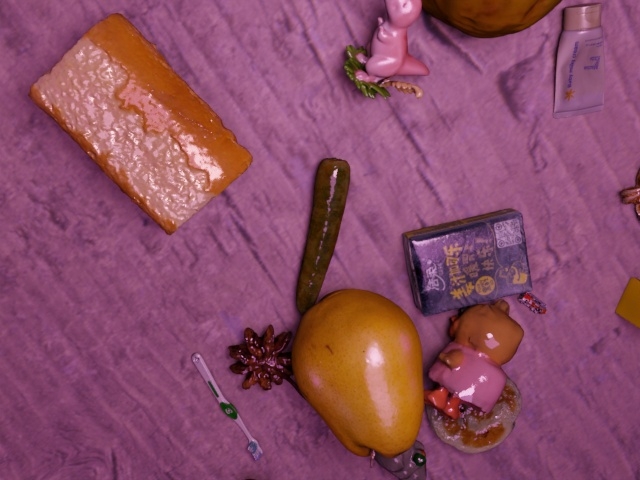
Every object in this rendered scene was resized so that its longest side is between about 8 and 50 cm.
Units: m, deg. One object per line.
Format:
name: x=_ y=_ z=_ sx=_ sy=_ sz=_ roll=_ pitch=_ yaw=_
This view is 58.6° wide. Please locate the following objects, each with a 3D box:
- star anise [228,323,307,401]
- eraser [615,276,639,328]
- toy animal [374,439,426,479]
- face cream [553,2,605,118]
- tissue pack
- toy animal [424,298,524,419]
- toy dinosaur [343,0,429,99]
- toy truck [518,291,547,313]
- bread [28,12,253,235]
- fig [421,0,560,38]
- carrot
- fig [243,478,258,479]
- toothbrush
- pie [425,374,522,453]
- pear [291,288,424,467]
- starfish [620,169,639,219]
star anise: x=-0.094 y=0.277 z=1.284 sx=0.233 sy=0.073 sz=0.177 roll=16 pitch=111 yaw=-16
eraser: x=0.740 y=0.149 z=1.299 sx=0.045 sy=0.122 sz=0.097 roll=16 pitch=101 yaw=-7
toy animal: x=0.203 y=0.531 z=1.370 sx=0.108 sy=0.138 sz=0.236 roll=-54 pitch=134 yaw=-30
face cream: x=0.544 y=-0.371 z=1.188 sx=0.114 sy=0.070 sz=0.224 roll=-10 pitch=114 yaw=-2
tissue pack: x=0.324 y=0.047 z=1.256 sx=0.257 sy=0.081 sz=0.185 roll=-13 pitch=103 yaw=-2
toy animal: x=0.337 y=0.251 z=1.244 sx=0.195 sy=0.169 sz=0.281 roll=45 pitch=65 yaw=-44
toy dinosaur: x=0.140 y=-0.374 z=1.082 sx=0.177 sy=0.152 sz=0.194 roll=-27 pitch=118 yaw=32
toy truck: x=0.490 y=0.142 z=1.324 sx=0.083 sy=0.024 sz=0.032 roll=32 pitch=77 yaw=-14
bread: x=-0.329 y=-0.219 z=1.088 sx=0.236 sy=0.165 sz=0.375 roll=-43 pitch=102 yaw=4
fig: x=0.320 y=-0.540 z=1.000 sx=0.343 sy=0.343 sz=0.343 roll=-1 pitch=104 yaw=-5
carrot: x=0.000 y=0.000 z=1.222 sx=0.074 sy=0.074 sz=0.359 roll=10 pitch=104 yaw=-8
fig: x=-0.148 y=0.616 z=1.362 sx=0.119 sy=0.153 sz=0.119 roll=15 pitch=116 yaw=33
toothbrush: x=-0.215 y=0.385 z=1.323 sx=0.030 sy=0.030 sz=0.304 roll=-28 pitch=102 yaw=2
pie: x=0.367 y=0.400 z=1.364 sx=0.240 sy=0.054 sz=0.241 roll=-1 pitch=102 yaw=-6
pear: x=0.082 y=0.265 z=1.167 sx=0.284 sy=0.336 sz=0.285 roll=-6 pitch=129 yaw=-8
starfish: x=0.766 y=-0.099 z=1.263 sx=0.190 sy=0.074 sz=0.146 roll=40 pitch=99 yaw=-13
